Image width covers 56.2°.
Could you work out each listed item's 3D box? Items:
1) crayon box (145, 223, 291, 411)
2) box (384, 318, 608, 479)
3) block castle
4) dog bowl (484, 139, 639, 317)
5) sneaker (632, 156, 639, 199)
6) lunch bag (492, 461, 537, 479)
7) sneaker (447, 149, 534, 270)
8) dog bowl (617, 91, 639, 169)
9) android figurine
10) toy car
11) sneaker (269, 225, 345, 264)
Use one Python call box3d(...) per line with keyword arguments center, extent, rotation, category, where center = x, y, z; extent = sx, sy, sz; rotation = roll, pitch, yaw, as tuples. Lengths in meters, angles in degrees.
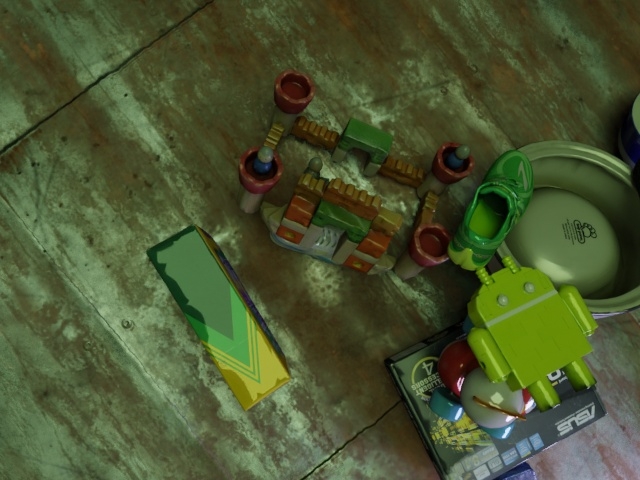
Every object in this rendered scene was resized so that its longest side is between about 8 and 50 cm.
box3d(center=(-0.184, 0.142, 1.167), extent=(0.106, 0.363, 0.313), rotation=(-31, 88, -6), category="crayon box")
box3d(center=(0.384, 0.325, 1.332), extent=(0.394, 0.097, 0.318), rotation=(-25, 89, -7), category="box")
box3d(center=(0.072, -0.135, 1.235), extent=(0.453, 0.213, 0.303), rotation=(23, 62, -6), category="block castle")
box3d(center=(0.524, -0.008, 1.293), extent=(0.407, 0.150, 0.408), rotation=(2, 63, -4), category="dog bowl")
box3d(center=(0.720, -0.072, 1.211), extent=(0.130, 0.087, 0.228), rotation=(6, 58, 5), category="sneaker")
box3d(center=(0.424, 0.531, 1.334), extent=(0.098, 0.065, 0.067), rotation=(-16, 102, -7), category="lunch bag")
box3d(center=(0.347, -0.071, 1.153), extent=(0.109, 0.124, 0.296), rotation=(29, 61, 9), category="sneaker")
box3d(center=(0.828, -0.243, 1.360), extent=(0.264, 0.104, 0.265), rotation=(-4, 60, 7), category="dog bowl")
box3d(center=(0.377, 0.158, 1.083), extent=(0.248, 0.056, 0.273), rotation=(-19, 73, -18), category="android figurine")
box3d(center=(0.338, 0.291, 1.138), extent=(0.210, 0.238, 0.219), rotation=(21, 102, -2), category="toy car")
box3d(center=(0.000, 0.000, 1.331), extent=(0.228, 0.092, 0.088), rotation=(10, 83, -5), category="sneaker")
